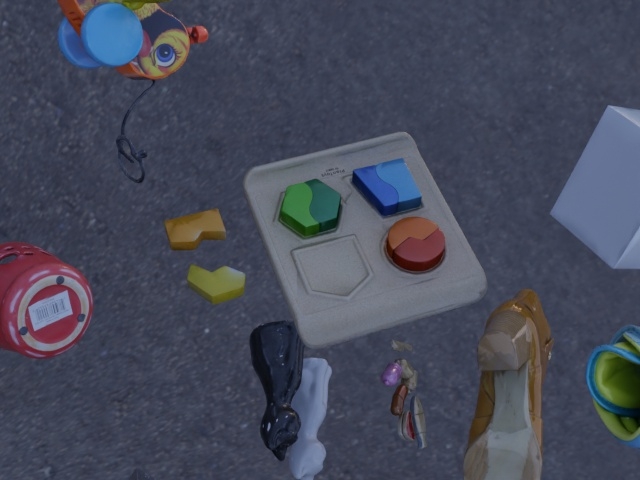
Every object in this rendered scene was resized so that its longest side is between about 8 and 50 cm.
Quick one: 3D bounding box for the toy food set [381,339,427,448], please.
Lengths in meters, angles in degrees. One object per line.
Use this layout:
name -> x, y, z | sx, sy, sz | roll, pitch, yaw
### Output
toy food set -> 0.094, 0.180, 1.120 | 0.078, 0.019, 0.122 | 24, 56, -57

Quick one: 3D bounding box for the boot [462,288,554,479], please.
boot -> 0.270, 0.224, 1.303 | 0.211, 0.104, 0.295 | -21, 111, -62

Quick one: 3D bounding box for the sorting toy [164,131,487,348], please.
sorting toy -> 0.000, 0.000, 1.036 | 0.307, 0.041, 0.229 | -15, 59, -13

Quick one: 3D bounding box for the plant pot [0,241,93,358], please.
plant pot -> -0.503, 0.110, 1.674 | 0.191, 0.174, 0.191 | -15, 113, -40

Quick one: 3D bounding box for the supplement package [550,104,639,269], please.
supplement package -> 0.491, -0.074, 1.426 | 0.203, 0.194, 0.149 | 2, 33, -37

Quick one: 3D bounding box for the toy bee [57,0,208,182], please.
toy bee -> -0.225, -0.249, 1.138 | 0.162, 0.195, 0.298 | -34, 136, -28

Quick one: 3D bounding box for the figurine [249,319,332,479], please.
figurine -> -0.044, 0.269, 1.534 | 0.215, 0.092, 0.209 | 60, 24, -52

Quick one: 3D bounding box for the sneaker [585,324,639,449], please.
sneaker -> 0.387, 0.116, 1.017 | 0.208, 0.127, 0.319 | 21, 34, 4

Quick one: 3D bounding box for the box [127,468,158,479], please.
box -> -0.232, 0.537, 1.590 | 0.294, 0.296, 0.183 | 36, 77, -5
